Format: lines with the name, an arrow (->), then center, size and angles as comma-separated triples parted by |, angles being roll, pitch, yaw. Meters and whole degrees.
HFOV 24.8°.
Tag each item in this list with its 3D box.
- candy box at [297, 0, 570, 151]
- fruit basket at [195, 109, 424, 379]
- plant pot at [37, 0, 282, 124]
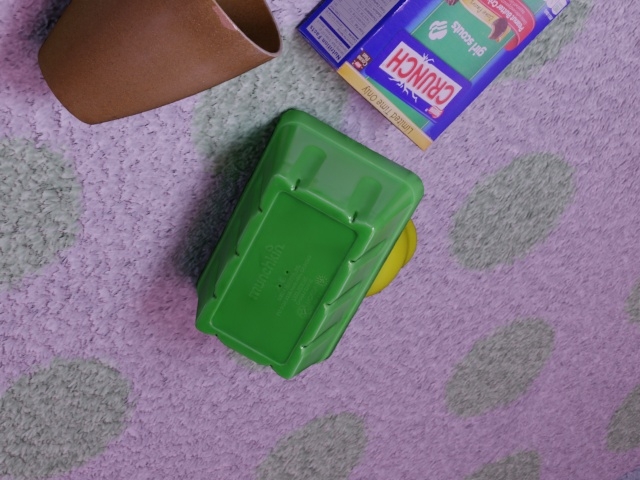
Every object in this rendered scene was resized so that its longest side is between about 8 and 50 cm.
candy box -> 0.168, -0.324, 2.104 | 0.317, 0.122, 0.268 | -44, 142, 9
fruit basket -> 0.000, 0.000, 2.240 | 0.392, 0.283, 0.392 | -61, 179, -1
plant pot -> -0.219, -0.262, 1.805 | 0.254, 0.237, 0.237 | -32, 143, 15
